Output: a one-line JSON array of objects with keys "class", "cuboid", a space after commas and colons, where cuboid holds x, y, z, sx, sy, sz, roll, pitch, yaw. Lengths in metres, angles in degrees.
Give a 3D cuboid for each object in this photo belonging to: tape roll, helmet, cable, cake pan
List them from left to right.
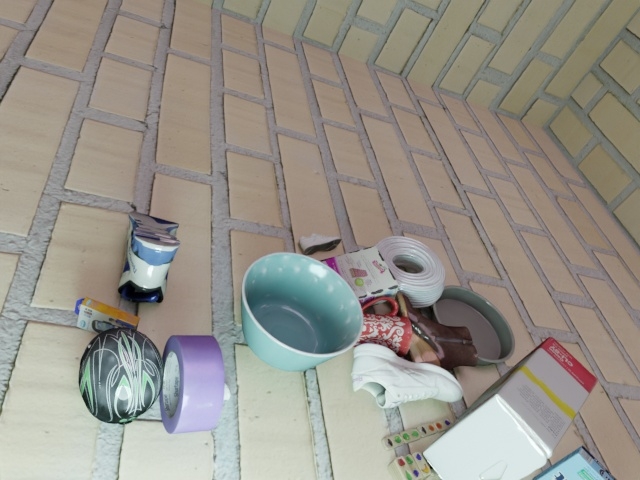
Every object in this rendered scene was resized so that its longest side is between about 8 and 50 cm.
[{"class": "helmet", "cuboid": [-0.382, 0.257, 1.037, 0.170, 0.161, 0.169, 18, 39, -15]}, {"class": "tape roll", "cuboid": [-0.259, 0.283, 1.068, 0.080, 0.189, 0.189, 5, 44, -30]}, {"class": "cable", "cuboid": [0.269, 0.094, 1.684, 0.257, 0.089, 0.257, 29, 39, 19]}, {"class": "cake pan", "cuboid": [0.467, 0.268, 1.681, 0.293, 0.054, 0.293, 18, 39, -16]}]

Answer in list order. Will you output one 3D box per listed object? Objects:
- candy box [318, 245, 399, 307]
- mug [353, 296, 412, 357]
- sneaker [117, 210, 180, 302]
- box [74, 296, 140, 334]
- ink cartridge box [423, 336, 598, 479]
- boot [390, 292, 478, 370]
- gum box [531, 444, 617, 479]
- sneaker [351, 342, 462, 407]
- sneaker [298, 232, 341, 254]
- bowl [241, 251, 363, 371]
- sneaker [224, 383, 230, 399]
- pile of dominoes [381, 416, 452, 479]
[{"class": "candy box", "cuboid": [0.083, 0.118, 1.523, 0.234, 0.071, 0.159, -14, 53, -17]}, {"class": "mug", "cuboid": [0.144, 0.235, 1.461, 0.169, 0.113, 0.150, 10, 46, -18]}, {"class": "sneaker", "cuboid": [-0.422, 0.046, 1.288, 0.128, 0.182, 0.315, 17, 10, -20]}, {"class": "box", "cuboid": [-0.462, 0.172, 1.149, 0.136, 0.081, 0.028, 22, 39, -10]}, {"class": "ink cartridge box", "cuboid": [0.462, 0.424, 1.292, 0.160, 0.279, 0.385, 48, 36, 20]}, {"class": "boot", "cuboid": [0.323, 0.260, 1.543, 0.207, 0.090, 0.248, -2, 57, -20]}, {"class": "gum box", "cuboid": [0.623, 0.607, 1.292, 0.041, 0.184, 0.157, -21, 61, -46]}, {"class": "sneaker", "cuboid": [0.215, 0.375, 1.370, 0.305, 0.114, 0.152, 20, 52, -7]}, {"class": "sneaker", "cuboid": [0.000, 0.000, 1.675, 0.152, 0.053, 0.061, -8, 49, -39]}, {"class": "bowl", "cuboid": [-0.067, 0.195, 1.318, 0.312, 0.163, 0.311, 18, 39, -15]}, {"class": "sneaker", "cuboid": [-0.240, 0.307, 1.177, 0.044, 0.040, 0.109, -15, 56, -41]}, {"class": "pile of dominoes", "cuboid": [0.276, 0.527, 1.272, 0.251, 0.040, 0.196, -3, 48, -35]}]
